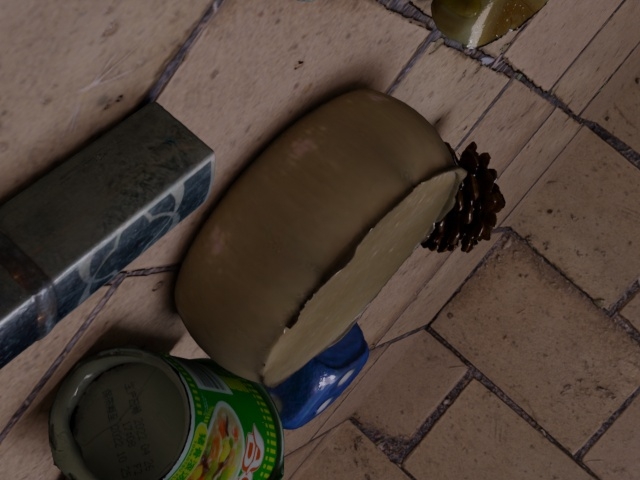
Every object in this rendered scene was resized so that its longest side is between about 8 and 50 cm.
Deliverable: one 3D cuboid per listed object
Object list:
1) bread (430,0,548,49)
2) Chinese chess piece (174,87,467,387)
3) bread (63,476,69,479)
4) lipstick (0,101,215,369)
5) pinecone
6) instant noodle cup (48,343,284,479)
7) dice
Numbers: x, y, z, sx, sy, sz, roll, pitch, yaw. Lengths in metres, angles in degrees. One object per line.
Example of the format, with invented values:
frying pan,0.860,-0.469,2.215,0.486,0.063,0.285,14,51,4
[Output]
bread,0.172,-0.257,1.149,0.157,0.083,0.094,-42,160,-20
Chinese chess piece,0.000,0.000,1.207,0.338,0.140,0.338,-44,166,-13
bread,-0.217,0.309,1.367,0.158,0.149,0.143,-32,163,-49
lipstick,-0.192,0.013,0.773,0.289,0.076,0.077,-43,164,-30
pinecone,0.161,-0.056,1.545,0.173,0.173,0.173,-45,166,-14
instant noodle cup,-0.159,0.200,1.171,0.207,0.207,0.233,-47,159,-5
dice,-0.031,0.156,1.522,0.143,0.146,0.146,-25,153,-55
